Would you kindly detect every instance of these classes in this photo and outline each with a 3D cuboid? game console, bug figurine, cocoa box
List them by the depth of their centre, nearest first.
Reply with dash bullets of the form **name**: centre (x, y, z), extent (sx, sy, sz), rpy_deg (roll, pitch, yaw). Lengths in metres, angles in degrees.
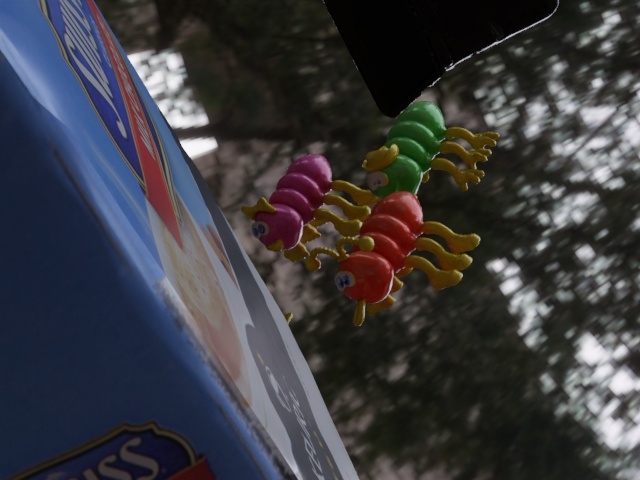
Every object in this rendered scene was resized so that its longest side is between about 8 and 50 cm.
- **cocoa box**: centre (-0.183, 0.074, 0.485), extent (0.347, 0.231, 0.228), rpy_deg (-29, -61, 2)
- **game console**: centre (0.056, -0.147, 1.024), extent (0.107, 0.071, 0.122), rpy_deg (-27, -99, -1)
- **bug figurine**: centre (0.000, 0.000, 1.298), extent (0.072, 0.216, 0.279), rpy_deg (45, -41, -18)
